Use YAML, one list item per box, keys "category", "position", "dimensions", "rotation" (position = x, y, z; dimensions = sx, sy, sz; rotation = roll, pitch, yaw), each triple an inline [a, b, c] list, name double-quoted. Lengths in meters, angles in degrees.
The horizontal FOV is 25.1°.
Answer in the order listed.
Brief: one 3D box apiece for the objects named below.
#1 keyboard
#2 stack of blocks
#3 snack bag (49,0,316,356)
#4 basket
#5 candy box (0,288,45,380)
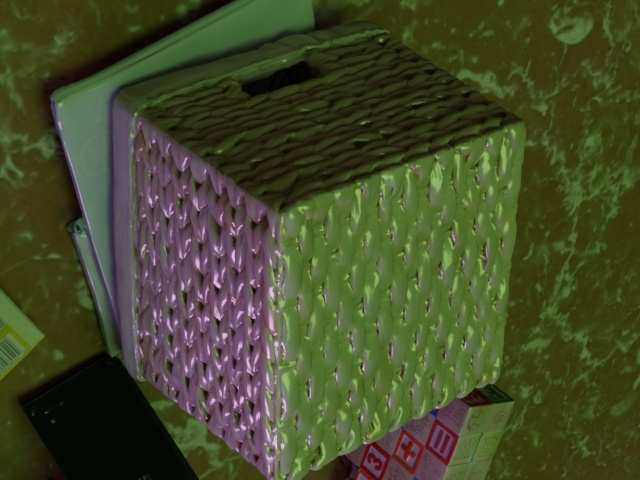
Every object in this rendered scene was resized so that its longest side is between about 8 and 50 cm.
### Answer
- category: "keyboard"
  position: [-0.208, 0.292, 1.463]
  dimensions: [0.201, 0.317, 0.033]
  rotation: [-31, 175, -31]
- category: "stack of blocks"
  position: [0.111, 0.288, 1.823]
  dimensions: [0.087, 0.171, 0.297]
  rotation: [-1, 117, -43]
- category: "snack bag"
  position: [-0.119, -0.080, 1.463]
  dimensions: [0.323, 0.037, 0.343]
  rotation: [-33, 135, -25]
- category: "basket"
  position: [0.000, 0.000, 1.404]
  dimensions: [0.328, 0.266, 0.331]
  rotation: [-21, 127, -34]
- category: "candy box"
  position: [-0.367, 0.132, 1.371]
  dimensions: [0.206, 0.027, 0.105]
  rotation: [-45, 136, -12]
